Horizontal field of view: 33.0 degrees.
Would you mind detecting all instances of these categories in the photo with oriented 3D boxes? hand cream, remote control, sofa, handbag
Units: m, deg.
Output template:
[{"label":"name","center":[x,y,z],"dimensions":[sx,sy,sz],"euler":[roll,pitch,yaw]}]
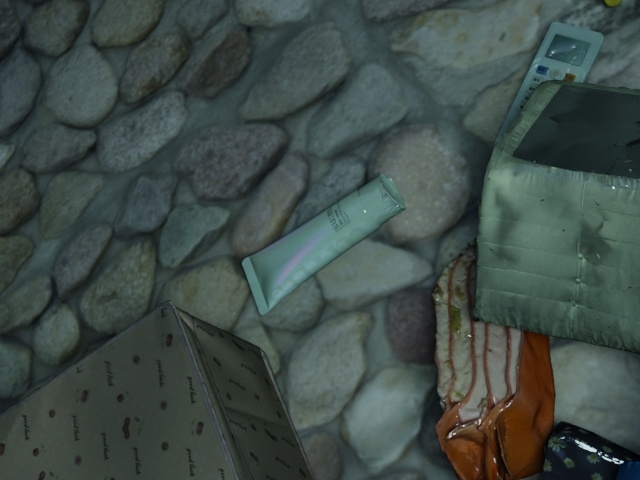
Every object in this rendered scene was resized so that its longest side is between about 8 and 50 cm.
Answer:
[{"label":"hand cream","center":[0.000,0.000,1.200],"dimensions":[0.205,0.050,0.078],"euler":[-35,58,18]},{"label":"remote control","center":[0.240,-0.150,1.133],"dimensions":[0.061,0.029,0.162],"euler":[23,80,26]},{"label":"sofa","center":[0.267,-0.029,1.001],"dimensions":[0.210,0.176,0.225],"euler":[10,35,23]},{"label":"handbag","center":[0.237,0.244,0.962],"dimensions":[0.115,0.072,0.139],"euler":[24,100,13]}]

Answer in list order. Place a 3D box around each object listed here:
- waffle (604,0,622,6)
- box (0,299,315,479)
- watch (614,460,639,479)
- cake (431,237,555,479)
[{"label":"waffle","center":[0.271,-0.418,1.151],"dimensions":[0.261,0.151,0.324],"euler":[-45,58,11]},{"label":"box","center":[-0.181,0.249,1.121],"dimensions":[0.297,0.190,0.225],"euler":[-34,59,15]},{"label":"watch","center":[0.406,0.174,0.807],"dimensions":[0.305,0.241,0.274],"euler":[32,81,-3]},{"label":"cake","center":[0.169,0.117,1.045],"dimensions":[0.098,0.135,0.287],"euler":[-16,45,28]}]
